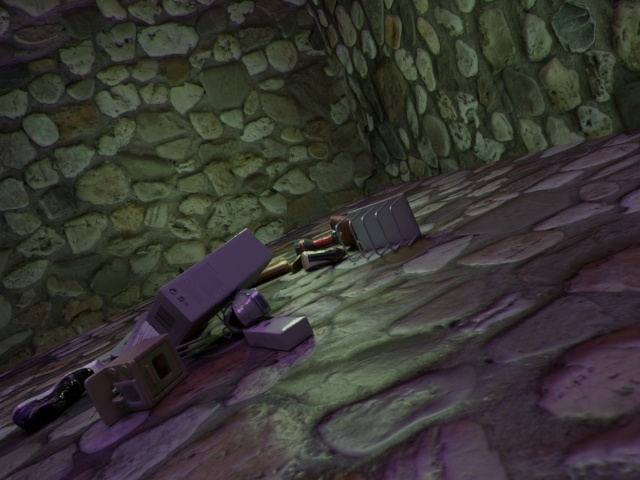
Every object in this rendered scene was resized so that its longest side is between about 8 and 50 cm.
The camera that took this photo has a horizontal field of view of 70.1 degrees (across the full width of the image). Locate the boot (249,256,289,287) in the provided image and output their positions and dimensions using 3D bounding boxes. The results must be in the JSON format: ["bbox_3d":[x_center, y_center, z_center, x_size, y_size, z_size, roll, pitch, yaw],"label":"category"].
[{"bbox_3d":[-0.299,0.164,2.417,0.270,0.089,0.236,-25,21,-5],"label":"boot"}]

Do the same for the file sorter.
[{"bbox_3d":[0.235,-0.043,1.883,0.278,0.192,0.173,-18,13,34],"label":"file sorter"}]

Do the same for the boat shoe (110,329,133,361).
[{"bbox_3d":[-0.782,0.450,1.932,0.096,0.088,0.267,2,19,9],"label":"boat shoe"}]

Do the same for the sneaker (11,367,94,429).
[{"bbox_3d":[-0.920,0.569,1.621,0.124,0.107,0.283,3,28,40],"label":"sneaker"}]

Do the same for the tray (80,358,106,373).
[{"bbox_3d":[-1.001,0.572,1.959,0.145,0.030,0.270,-30,10,-31],"label":"tray"}]

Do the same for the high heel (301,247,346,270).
[{"bbox_3d":[0.013,0.084,2.154,0.186,0.093,0.261,-8,-5,-15],"label":"high heel"}]

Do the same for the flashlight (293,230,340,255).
[{"bbox_3d":[0.000,0.000,2.539,0.304,0.103,0.103,-21,8,22],"label":"flashlight"}]

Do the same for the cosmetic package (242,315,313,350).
[{"bbox_3d":[-0.131,0.272,1.360,0.099,0.060,0.239,-31,11,-35],"label":"cosmetic package"}]

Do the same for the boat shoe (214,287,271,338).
[{"bbox_3d":[-0.281,0.263,1.565,0.156,0.135,0.367,-38,5,-21],"label":"boat shoe"}]

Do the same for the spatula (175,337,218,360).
[{"bbox_3d":[-0.477,0.381,1.533,0.242,0.019,0.168,-23,-27,3],"label":"spatula"}]

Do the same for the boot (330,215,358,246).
[{"bbox_3d":[0.189,-0.031,2.152,0.220,0.283,0.109,11,66,26],"label":"boot"}]

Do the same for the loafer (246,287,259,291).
[{"bbox_3d":[-0.292,0.258,1.887,0.078,0.080,0.220,11,15,9],"label":"loafer"}]

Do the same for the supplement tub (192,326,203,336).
[{"bbox_3d":[-0.530,0.328,1.937,0.106,0.106,0.198,-23,9,6],"label":"supplement tub"}]

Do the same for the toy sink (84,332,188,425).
[{"bbox_3d":[-0.525,0.400,1.329,0.131,0.152,0.234,-19,9,29],"label":"toy sink"}]

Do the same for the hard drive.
[{"bbox_3d":[-0.622,0.359,1.781,0.339,0.064,0.236,-19,40,31],"label":"hard drive"}]

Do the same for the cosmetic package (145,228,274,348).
[{"bbox_3d":[-0.398,0.168,1.690,0.453,0.161,0.230,-42,-5,-46],"label":"cosmetic package"}]

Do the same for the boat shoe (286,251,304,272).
[{"bbox_3d":[-0.111,0.108,2.304,0.060,0.064,0.178,-15,14,36],"label":"boat shoe"}]
